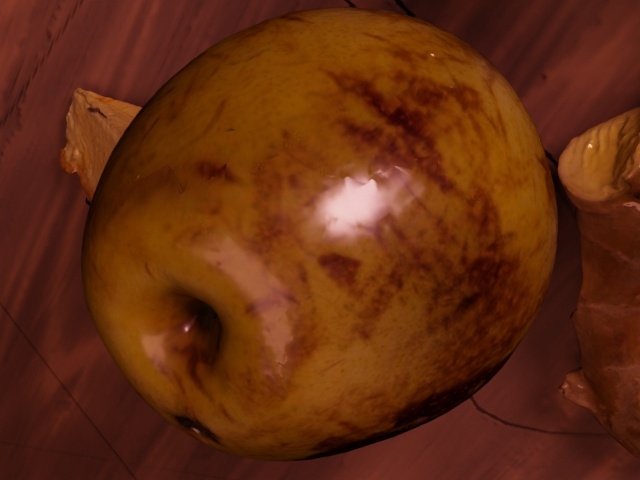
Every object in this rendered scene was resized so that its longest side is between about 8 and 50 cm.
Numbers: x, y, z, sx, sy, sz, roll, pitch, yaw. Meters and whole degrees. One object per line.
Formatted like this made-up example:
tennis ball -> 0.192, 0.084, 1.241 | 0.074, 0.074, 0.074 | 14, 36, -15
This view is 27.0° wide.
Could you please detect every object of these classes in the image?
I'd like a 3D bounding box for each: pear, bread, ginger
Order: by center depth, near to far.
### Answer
pear -> 0.000, 0.000, 0.786 | 0.283, 0.283, 0.284 | 13, 126, 19
ginger -> 0.211, 0.028, 0.821 | 0.131, 0.086, 0.295 | -5, 130, 3
bread -> -0.152, -0.055, 0.946 | 0.109, 0.080, 0.084 | 20, 125, 12
